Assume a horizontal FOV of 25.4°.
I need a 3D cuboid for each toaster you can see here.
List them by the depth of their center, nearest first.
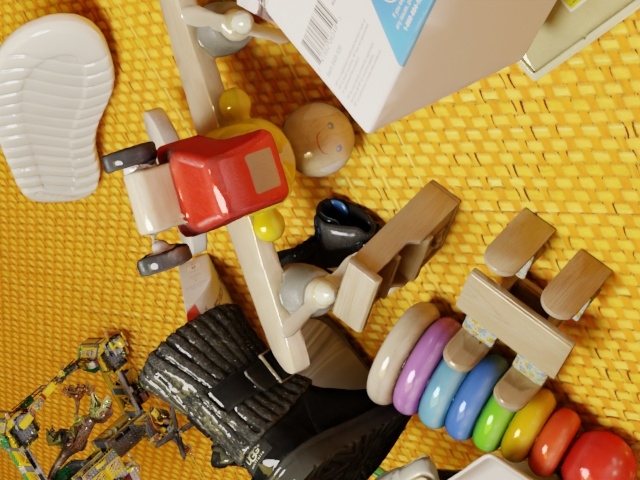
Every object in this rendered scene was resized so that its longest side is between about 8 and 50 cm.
[{"bbox_3d":[0.000,0.227,1.958,0.227,0.146,0.129,52,149,-9],"label":"toaster"}]

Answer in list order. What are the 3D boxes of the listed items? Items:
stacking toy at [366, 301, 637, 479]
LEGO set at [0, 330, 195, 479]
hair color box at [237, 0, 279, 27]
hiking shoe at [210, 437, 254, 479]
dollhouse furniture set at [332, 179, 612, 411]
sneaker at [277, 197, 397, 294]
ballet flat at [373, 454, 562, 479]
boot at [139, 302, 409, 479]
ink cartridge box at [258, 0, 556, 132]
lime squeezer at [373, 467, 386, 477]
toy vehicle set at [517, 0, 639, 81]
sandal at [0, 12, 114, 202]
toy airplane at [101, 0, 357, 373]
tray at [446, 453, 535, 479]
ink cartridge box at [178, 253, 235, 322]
[{"bbox_3d":[0.224,0.208,1.696,0.330,0.141,0.141,30,145,17],"label":"stacking toy"},{"bbox_3d":[-0.357,0.306,2.330,0.192,0.331,0.255,-6,109,43],"label":"LEGO set"},{"bbox_3d":[-0.039,-0.304,1.491,0.093,0.053,0.167,31,147,22],"label":"hair color box"},{"bbox_3d":[-0.142,0.300,2.240,0.227,0.114,0.086,43,148,5],"label":"hiking shoe"},{"bbox_3d":[0.162,0.075,1.577,0.242,0.161,0.212,37,147,15],"label":"dollhouse furniture set"},{"bbox_3d":[0.000,0.000,1.778,0.217,0.079,0.121,3,125,38],"label":"sneaker"},{"bbox_3d":[0.173,0.325,1.801,0.348,0.123,0.123,-1,132,12],"label":"ballet flat"},{"bbox_3d":[-0.041,0.191,1.796,0.260,0.348,0.131,40,111,21],"label":"boot"},{"bbox_3d":[0.057,-0.277,1.208,0.270,0.197,0.198,52,148,17],"label":"ink cartridge box"},{"bbox_3d":[0.141,0.425,2.070,0.059,0.110,0.310,70,176,-59],"label":"lime squeezer"},{"bbox_3d":[0.217,-0.262,1.250,0.166,0.035,0.267,49,149,-4],"label":"toy vehicle set"},{"bbox_3d":[-0.382,-0.193,1.972,0.416,0.169,0.102,110,152,-56],"label":"sandal"},{"bbox_3d":[-0.092,-0.084,1.654,0.386,0.272,0.384,73,178,-51],"label":"toy airplane"},{"bbox_3d":[0.265,0.342,1.700,0.270,0.030,0.145,34,135,-14],"label":"tray"},{"bbox_3d":[-0.131,0.148,1.994,0.189,0.066,0.232,64,179,-26],"label":"ink cartridge box"}]
